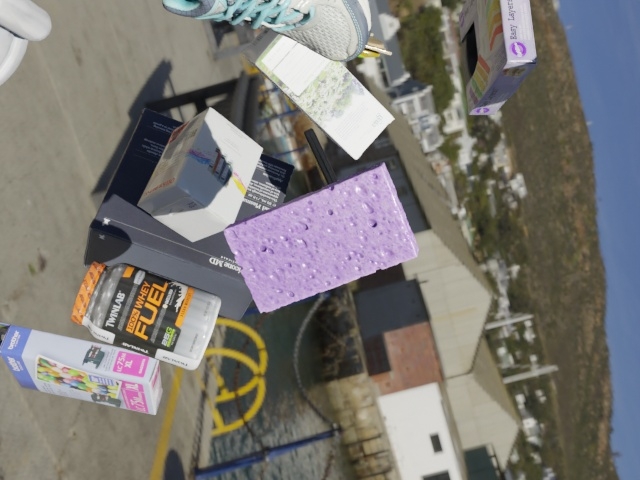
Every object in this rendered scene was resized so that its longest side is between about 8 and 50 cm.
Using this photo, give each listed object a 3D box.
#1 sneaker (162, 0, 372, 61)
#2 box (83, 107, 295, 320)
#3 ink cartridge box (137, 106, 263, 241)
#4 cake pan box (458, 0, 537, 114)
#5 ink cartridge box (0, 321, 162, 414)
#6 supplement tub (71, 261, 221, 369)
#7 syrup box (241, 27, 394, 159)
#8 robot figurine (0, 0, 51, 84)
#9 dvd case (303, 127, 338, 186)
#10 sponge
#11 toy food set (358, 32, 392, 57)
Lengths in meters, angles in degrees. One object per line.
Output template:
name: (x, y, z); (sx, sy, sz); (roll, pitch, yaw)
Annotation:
sneaker: (-0.076, -0.216, 0.630); (0.283, 0.110, 0.122); (29, 56, -31)
box: (-0.267, -0.051, 1.589); (0.179, 0.343, 0.313); (124, -15, -55)
ink cartridge box: (-0.207, -0.110, 1.327); (0.127, 0.128, 0.176); (38, 54, -29)
cake pan box: (0.356, -0.416, 1.574); (0.267, 0.070, 0.246); (115, -26, -77)
ink cartridge box: (-0.443, 0.231, 1.372); (0.186, 0.311, 0.065); (105, -1, -59)
supplement tub: (-0.248, 0.104, 1.097); (0.117, 0.190, 0.117); (-160, -90, -81)
syrup box: (-0.002, -0.243, 1.214); (0.237, 0.093, 0.096); (40, 4, -29)
robot figurine: (-0.480, -0.277, 0.901); (0.353, 0.299, 0.200); (-9, 108, -83)
dvd case: (0.029, -0.097, 1.531); (0.253, 0.022, 0.180); (64, 1, -72)
sponge: (0.000, 0.000, 0.916); (0.031, 0.210, 0.117); (-65, 133, -70)
toy food set: (0.075, -0.422, 1.643); (0.192, 0.132, 0.039); (-107, -146, -61)
